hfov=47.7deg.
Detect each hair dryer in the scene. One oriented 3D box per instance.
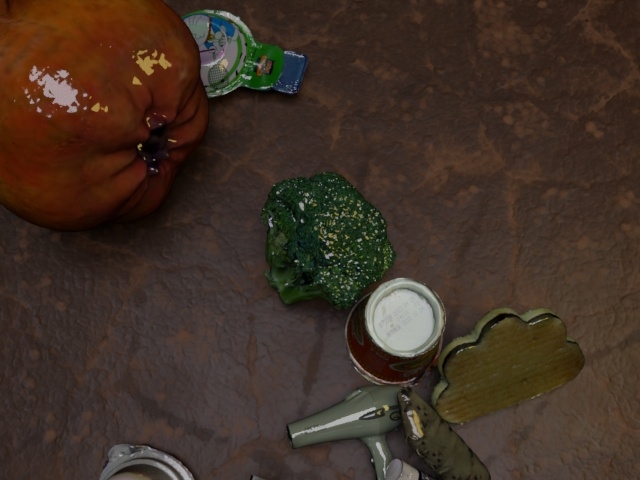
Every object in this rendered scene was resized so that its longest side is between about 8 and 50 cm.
[{"bbox_3d":[0.052,0.380,1.238,0.229,0.092,0.266,5,76,-12],"label":"hair dryer"}]

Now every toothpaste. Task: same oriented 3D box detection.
[{"bbox_3d":[0.194,0.436,1.227,0.194,0.045,0.071,34,76,-19],"label":"toothpaste"}]

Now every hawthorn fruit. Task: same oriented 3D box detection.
[{"bbox_3d":[-0.433,-0.258,1.267,0.472,0.471,0.471,0,74,1],"label":"hawthorn fruit"}]

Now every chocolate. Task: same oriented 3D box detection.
[{"bbox_3d":[-0.311,0.443,1.203,0.222,0.147,0.221,-1,71,3],"label":"chocolate"}]

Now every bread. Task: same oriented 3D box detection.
[{"bbox_3d":[0.319,0.203,1.255,0.287,0.056,0.207,-16,117,-8],"label":"bread"}]

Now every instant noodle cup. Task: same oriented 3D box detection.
[{"bbox_3d":[0.136,0.152,1.246,0.193,0.212,0.193,0,74,0],"label":"instant noodle cup"}]

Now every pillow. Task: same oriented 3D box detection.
[{"bbox_3d":[0.202,0.355,1.228,0.241,0.051,0.093,49,42,-11],"label":"pillow"}]

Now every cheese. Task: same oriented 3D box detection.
[{"bbox_3d":[-0.188,-0.372,1.467,0.321,0.083,0.203,14,75,5],"label":"cheese"}]

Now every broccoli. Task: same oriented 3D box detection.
[{"bbox_3d":[0.000,0.000,1.301,0.265,0.245,0.294,18,46,-33],"label":"broccoli"}]

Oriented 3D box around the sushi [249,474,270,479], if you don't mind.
[{"bbox_3d":[-0.023,0.501,1.216,0.273,0.109,0.134,24,71,-8],"label":"sushi"}]
